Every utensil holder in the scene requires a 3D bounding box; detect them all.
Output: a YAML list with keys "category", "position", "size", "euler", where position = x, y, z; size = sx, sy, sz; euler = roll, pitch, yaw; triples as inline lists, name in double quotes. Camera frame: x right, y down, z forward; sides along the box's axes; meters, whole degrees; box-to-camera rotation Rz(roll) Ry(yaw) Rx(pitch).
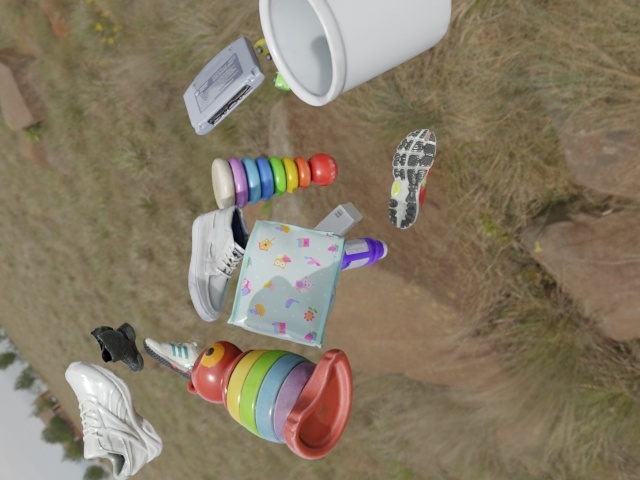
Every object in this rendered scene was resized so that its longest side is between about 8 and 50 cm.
- category: "utensil holder"
  position: [0.091, -0.571, 1.595]
  size: [0.327, 0.385, 0.328]
  euler: [46, 154, 30]

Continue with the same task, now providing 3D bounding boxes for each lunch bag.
- category: "lunch bag"
  position: [-0.070, 0.090, 1.414]
  size: [0.223, 0.262, 0.160]
  euler: [12, 167, 5]

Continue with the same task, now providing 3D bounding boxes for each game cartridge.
- category: "game cartridge"
  position: [-0.308, -0.491, 1.953]
  size: [0.294, 0.060, 0.196]
  euler: [-36, 60, 24]

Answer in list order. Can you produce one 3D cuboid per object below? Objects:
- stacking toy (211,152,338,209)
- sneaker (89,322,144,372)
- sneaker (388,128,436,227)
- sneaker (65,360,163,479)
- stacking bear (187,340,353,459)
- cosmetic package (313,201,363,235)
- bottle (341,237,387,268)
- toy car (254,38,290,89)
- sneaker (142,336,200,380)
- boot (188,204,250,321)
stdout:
- category: "stacking toy"
  position: [-0.109, -0.163, 1.629]
  size: [0.141, 0.330, 0.141]
  euler: [171, 90, -72]
- category: "sneaker"
  position: [-0.457, 0.251, 1.403]
  size: [0.051, 0.089, 0.170]
  euler: [19, 128, 29]
- category: "sneaker"
  position: [0.253, -0.171, 1.719]
  size: [0.107, 0.118, 0.279]
  euler: [19, 103, 19]
- category: "sneaker"
  position: [-0.375, 0.317, 1.081]
  size: [0.090, 0.115, 0.232]
  euler: [-26, 103, 38]
- category: "stacking bear"
  position: [-0.104, 0.257, 1.090]
  size: [0.289, 0.175, 0.164]
  euler: [12, 144, 31]
- category: "cosmetic package"
  position: [0.000, 0.000, 1.643]
  size: [0.239, 0.099, 0.060]
  euler: [-43, 85, 20]
- category: "bottle"
  position: [0.110, 0.043, 2.025]
  size: [0.118, 0.283, 0.092]
  euler: [-25, 79, 42]
- category: "toy car"
  position: [-0.099, -0.553, 1.949]
  size: [0.239, 0.225, 0.053]
  euler: [15, 136, -8]
- category: "sneaker"
  position: [-0.321, 0.251, 1.406]
  size: [0.161, 0.075, 0.057]
  euler: [36, 150, -14]
- category: "boot"
  position: [-0.220, 0.044, 1.390]
  size: [0.123, 0.095, 0.258]
  euler: [-18, 67, 29]
